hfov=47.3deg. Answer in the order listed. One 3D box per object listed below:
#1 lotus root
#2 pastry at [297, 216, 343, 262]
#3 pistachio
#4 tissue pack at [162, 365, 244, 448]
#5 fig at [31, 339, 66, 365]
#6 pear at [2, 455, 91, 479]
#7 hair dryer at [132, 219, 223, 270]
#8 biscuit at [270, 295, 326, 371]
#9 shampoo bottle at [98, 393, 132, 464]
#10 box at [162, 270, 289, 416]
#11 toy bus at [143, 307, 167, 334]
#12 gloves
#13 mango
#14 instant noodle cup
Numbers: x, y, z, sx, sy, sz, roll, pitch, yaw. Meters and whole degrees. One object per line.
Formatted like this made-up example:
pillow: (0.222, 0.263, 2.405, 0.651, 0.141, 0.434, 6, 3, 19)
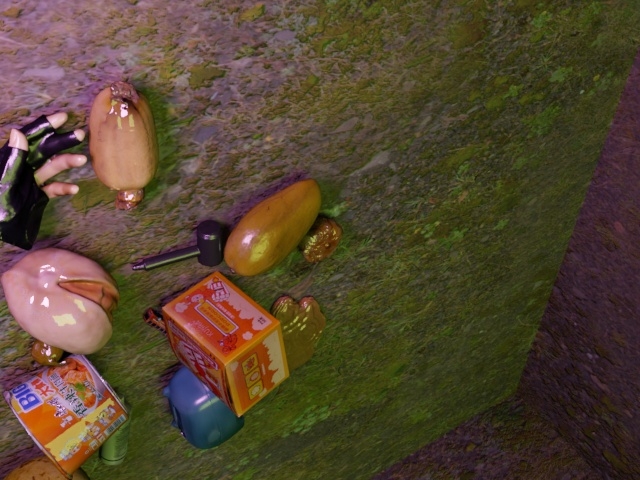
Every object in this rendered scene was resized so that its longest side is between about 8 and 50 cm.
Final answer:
lotus root: (-0.425, -0.212, 1.578, 0.146, 0.131, 0.303, -3, 130, -11)
pastry: (-0.004, -0.003, 2.194, 0.153, 0.081, 0.153, -15, 132, -18)
pistachio: (-0.599, 0.142, 1.706, 0.230, 0.230, 0.309, -41, 146, -3)
tissue pack: (-0.361, 0.511, 2.263, 0.206, 0.198, 0.287, -27, 142, -23)
fig: (-0.685, 0.284, 1.843, 0.084, 0.098, 0.082, -14, 137, -16)
pear: (-0.779, 0.749, 2.070, 0.283, 0.283, 0.283, -24, 139, -23)
hair dryer: (-0.375, 0.026, 1.917, 0.248, 0.070, 0.114, -14, 136, -21)
biscuit: (-0.095, 0.315, 2.441, 0.269, 0.051, 0.376, -31, 140, -18)
shampoo bottle: (-0.611, 0.556, 2.179, 0.085, 0.085, 0.262, -11, 131, -35)
box: (-0.265, 0.290, 2.050, 0.214, 0.283, 0.259, -38, 143, -27)
toy bus: (-0.455, 0.229, 2.051, 0.043, 0.031, 0.110, -36, 143, 2)
gloves: (-0.597, -0.130, 1.487, 0.301, 0.152, 0.197, -49, 164, -2)
mango: (-0.126, -0.026, 2.013, 0.331, 0.142, 0.195, -37, 148, -20)
instant noodle cup: (-0.646, 0.440, 1.899, 0.214, 0.296, 0.296, -38, 143, -21)
